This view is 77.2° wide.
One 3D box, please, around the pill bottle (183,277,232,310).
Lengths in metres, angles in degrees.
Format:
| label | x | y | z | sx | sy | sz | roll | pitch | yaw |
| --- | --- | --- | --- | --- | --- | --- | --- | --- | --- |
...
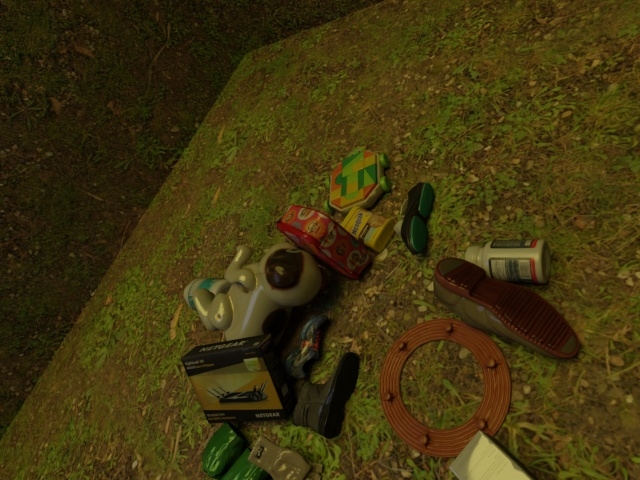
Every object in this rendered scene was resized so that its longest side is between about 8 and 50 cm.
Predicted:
| label | x | y | z | sx | sy | sz | roll | pitch | yaw |
| --- | --- | --- | --- | --- | --- | --- | --- | --- | --- |
| pill bottle | -0.457 | 0.228 | 1.661 | 0.264 | 0.146 | 0.146 | -2 | 60 | 42 |

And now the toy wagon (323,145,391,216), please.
| label | x | y | z | sx | sy | sz | roll | pitch | yaw |
| --- | --- | --- | --- | --- | --- | --- | --- | --- | --- |
| toy wagon | 0.136 | -0.252 | 1.553 | 0.267 | 0.068 | 0.344 | -19 | 50 | 30 |

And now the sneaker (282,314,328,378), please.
| label | x | y | z | sx | sy | sz | roll | pitch | yaw |
| --- | --- | --- | --- | --- | --- | --- | --- | --- | --- |
| sneaker | -0.030 | 0.339 | 1.266 | 0.087 | 0.083 | 0.221 | 24 | 77 | 29 |

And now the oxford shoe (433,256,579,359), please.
| label | x | y | z | sx | sy | sz | roll | pitch | yaw |
| --- | --- | --- | --- | --- | --- | --- | --- | --- | --- |
| oxford shoe | 0.429 | 0.173 | 0.965 | 0.123 | 0.130 | 0.348 | -31 | 50 | -27 |

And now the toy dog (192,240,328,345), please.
| label | x | y | z | sx | sy | sz | roll | pitch | yaw |
| --- | --- | --- | --- | --- | --- | --- | --- | --- | --- |
| toy dog | -0.176 | 0.177 | 1.302 | 0.408 | 0.285 | 0.395 | -45 | 46 | 24 |

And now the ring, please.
| label | x | y | z | sx | sy | sz | roll | pitch | yaw |
| --- | --- | --- | --- | --- | --- | --- | --- | --- | --- |
| ring | 0.292 | 0.350 | 0.997 | 0.337 | 0.032 | 0.336 | -22 | 49 | 28 |

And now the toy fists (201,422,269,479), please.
| label | x | y | z | sx | sy | sz | roll | pitch | yaw |
| --- | --- | --- | --- | --- | --- | --- | --- | --- | --- |
| toy fists | -0.259 | 0.675 | 1.197 | 0.142 | 0.096 | 0.279 | -49 | 38 | -18 |

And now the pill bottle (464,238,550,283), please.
| label | x | y | z | sx | sy | sz | roll | pitch | yaw |
| --- | --- | --- | --- | --- | --- | --- | --- | --- | --- |
| pill bottle | 0.467 | 0.052 | 1.006 | 0.180 | 0.108 | 0.107 | -1 | 60 | 41 |

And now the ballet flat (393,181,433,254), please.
| label | x | y | z | sx | sy | sz | roll | pitch | yaw |
| --- | --- | --- | --- | --- | --- | --- | --- | --- | --- |
| ballet flat | 0.293 | -0.063 | 1.267 | 0.096 | 0.095 | 0.280 | -18 | 39 | 44 |

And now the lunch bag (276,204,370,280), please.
| label | x | y | z | sx | sy | sz | roll | pitch | yaw |
| --- | --- | --- | --- | --- | --- | --- | --- | --- | --- |
| lunch bag | 0.000 | 0.000 | 1.316 | 0.258 | 0.293 | 0.120 | 23 | 75 | 52 |

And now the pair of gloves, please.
| label | x | y | z | sx | sy | sz | roll | pitch | yaw |
| --- | --- | --- | --- | --- | --- | --- | --- | --- | --- |
| pair of gloves | -0.121 | 0.669 | 1.057 | 0.204 | 0.042 | 0.240 | 19 | 76 | 12 |

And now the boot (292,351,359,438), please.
| label | x | y | z | sx | sy | sz | roll | pitch | yaw |
| --- | --- | --- | --- | --- | --- | --- | --- | --- | --- |
| boot | 0.005 | 0.428 | 1.160 | 0.161 | 0.083 | 0.246 | -1 | 59 | 48 |

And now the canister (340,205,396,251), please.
| label | x | y | z | sx | sy | sz | roll | pitch | yaw |
| --- | --- | --- | --- | --- | --- | --- | --- | --- | --- |
| canister | 0.161 | -0.040 | 1.371 | 0.170 | 0.073 | 0.126 | 26 | 80 | 47 |

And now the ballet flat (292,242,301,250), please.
| label | x | y | z | sx | sy | sz | roll | pitch | yaw |
| --- | --- | --- | --- | --- | --- | --- | --- | --- | --- |
| ballet flat | -0.097 | 0.061 | 1.542 | 0.070 | 0.070 | 0.188 | -2 | 58 | 41 |

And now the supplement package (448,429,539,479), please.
| label | x | y | z | sx | sy | sz | roll | pitch | yaw |
| --- | --- | --- | --- | --- | --- | --- | --- | --- | --- |
| supplement package | 0.364 | 0.482 | 0.778 | 0.105 | 0.105 | 0.179 | -49 | 40 | -1 |

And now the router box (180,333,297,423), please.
| label | x | y | z | sx | sy | sz | roll | pitch | yaw |
| --- | --- | --- | --- | --- | --- | --- | --- | --- | --- |
| router box | -0.254 | 0.434 | 1.242 | 0.309 | 0.242 | 0.081 | -16 | 9 | 25 |
